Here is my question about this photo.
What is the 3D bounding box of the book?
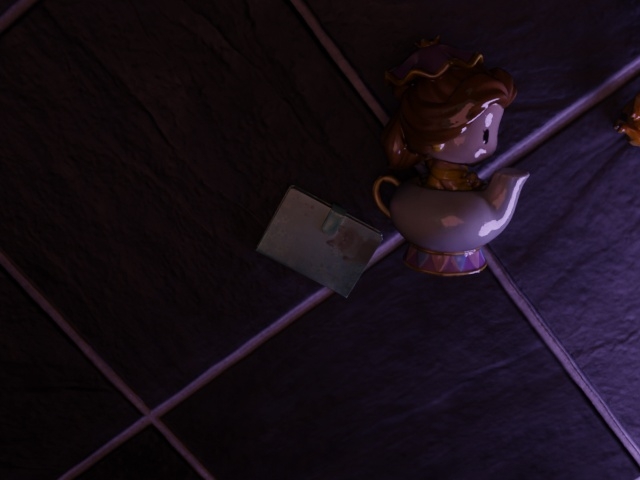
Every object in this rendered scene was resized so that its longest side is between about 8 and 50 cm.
[{"bbox_3d":[0.000,0.000,0.994,0.135,0.017,0.103,28,107,-9],"label":"book"}]

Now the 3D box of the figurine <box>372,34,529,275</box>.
[{"bbox_3d":[0.145,-0.099,0.899,0.189,0.142,0.264,6,109,23],"label":"figurine"}]

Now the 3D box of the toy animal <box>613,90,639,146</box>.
[{"bbox_3d":[0.394,-0.131,0.929,0.083,0.060,0.081,28,108,0],"label":"toy animal"}]
